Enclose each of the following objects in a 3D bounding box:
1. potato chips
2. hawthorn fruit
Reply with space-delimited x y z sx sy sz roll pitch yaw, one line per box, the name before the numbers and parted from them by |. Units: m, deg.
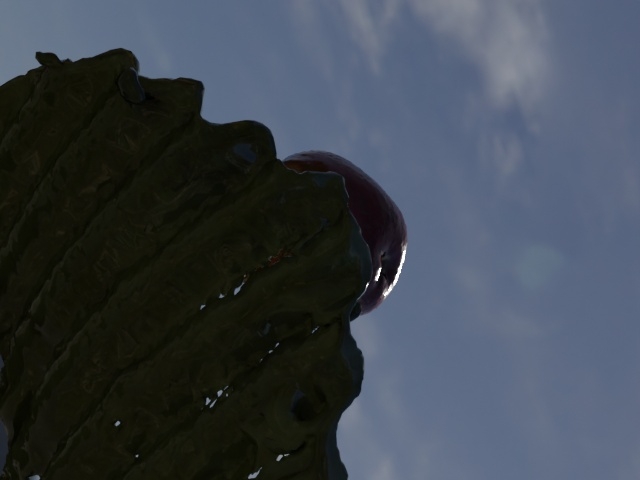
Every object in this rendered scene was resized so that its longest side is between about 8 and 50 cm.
potato chips | -0.129 0.066 1.200 0.389 0.097 0.373 -17 -101 45
hawthorn fruit | 0.000 0.000 1.998 0.189 0.189 0.189 162 -90 -76
